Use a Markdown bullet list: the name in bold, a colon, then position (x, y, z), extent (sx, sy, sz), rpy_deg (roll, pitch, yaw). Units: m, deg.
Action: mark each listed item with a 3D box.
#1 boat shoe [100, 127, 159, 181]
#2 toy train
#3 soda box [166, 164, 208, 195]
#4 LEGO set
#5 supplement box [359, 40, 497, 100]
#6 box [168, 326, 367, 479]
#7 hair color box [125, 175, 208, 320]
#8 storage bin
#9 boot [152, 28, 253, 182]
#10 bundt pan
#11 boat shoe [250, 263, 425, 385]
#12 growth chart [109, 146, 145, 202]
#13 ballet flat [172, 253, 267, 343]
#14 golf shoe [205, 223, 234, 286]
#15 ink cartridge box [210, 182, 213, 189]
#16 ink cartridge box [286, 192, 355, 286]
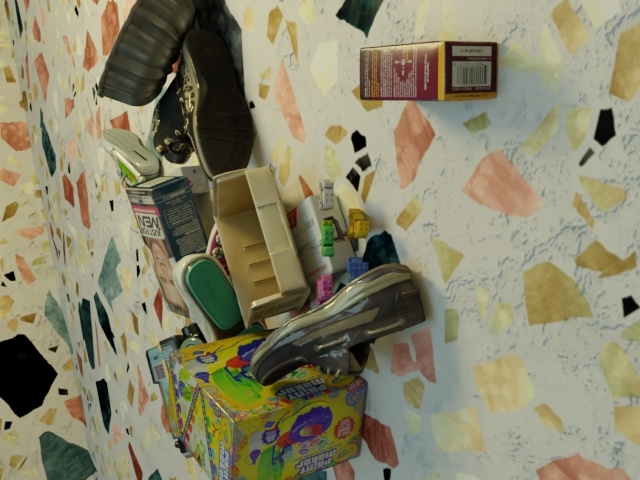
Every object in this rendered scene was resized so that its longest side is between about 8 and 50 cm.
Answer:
- **boat shoe**: position (-0.574, -0.245, 2.158), extent (0.302, 0.109, 0.094), rpy_deg (40, 134, 42)
- **toy train**: position (-0.319, 0.382, 1.839), extent (0.190, 0.142, 0.334), rpy_deg (-22, 79, 19)
- **soda box**: position (-0.373, -0.137, 1.912), extent (0.216, 0.069, 0.074), rpy_deg (-17, 84, 56)
- **LEGO set**: position (0.043, 0.002, 1.267), extent (0.093, 0.087, 0.227), rpy_deg (169, 101, -80)
- **supplement box**: position (0.152, -0.244, 1.054), extent (0.188, 0.104, 0.081), rpy_deg (16, 110, 54)
- **box**: position (-0.111, 0.324, 1.425), extent (0.279, 0.289, 0.177), rpy_deg (30, 122, 49)
- **hair color box**: position (-0.362, 0.016, 1.826), extent (0.174, 0.105, 0.347), rpy_deg (7, 118, 54)
- **storage bin**: position (-0.123, 0.018, 1.446), extent (0.260, 0.123, 0.262), rpy_deg (114, 140, -73)
- **boot**: position (-0.287, -0.258, 1.686), extent (0.284, 0.138, 0.378), rpy_deg (-39, 62, 52)
- **bundt pan**: position (-0.399, -0.457, 1.717), extent (0.331, 0.124, 0.331), rpy_deg (-57, 14, 23)
- **boat shoe**: position (0.024, 0.174, 1.241), extent (0.355, 0.132, 0.130), rpy_deg (-37, 72, 26)
- **growth chart**: position (-0.544, -0.156, 2.108), extent (0.172, 0.021, 0.237), rpy_deg (38, 151, 24)
- **ballet flat**: position (-0.209, 0.196, 1.614), extent (0.139, 0.139, 0.400), rpy_deg (8, 129, 56)
- **golf shoe**: position (-0.235, 0.084, 1.722), extent (0.140, 0.115, 0.306), rpy_deg (25, 117, 56)
- **ink cartridge box**: position (-0.243, -0.161, 1.744), extent (0.048, 0.028, 0.083), rpy_deg (26, 118, 51)
- **ink cartridge box**: position (0.000, 0.000, 1.383), extent (0.109, 0.063, 0.151), rpy_deg (-33, 71, 55)
